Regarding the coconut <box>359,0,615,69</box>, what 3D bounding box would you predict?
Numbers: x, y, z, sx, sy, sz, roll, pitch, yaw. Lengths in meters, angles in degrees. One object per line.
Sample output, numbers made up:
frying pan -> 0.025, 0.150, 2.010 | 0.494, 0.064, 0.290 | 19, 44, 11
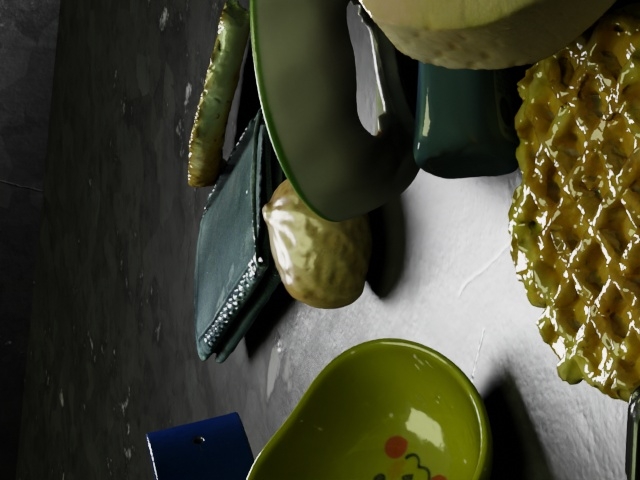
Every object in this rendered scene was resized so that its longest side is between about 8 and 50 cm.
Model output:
coconut -> 0.132, -0.254, 1.171 | 0.259, 0.259, 0.259 | 180, 90, -70

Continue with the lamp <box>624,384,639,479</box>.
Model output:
lamp -> 0.297, 0.218, 1.001 | 0.203, 0.124, 0.283 | 82, 169, -48

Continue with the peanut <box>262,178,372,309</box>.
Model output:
peanut -> 0.000, 0.000, 1.755 | 0.140, 0.109, 0.159 | 123, 130, -73

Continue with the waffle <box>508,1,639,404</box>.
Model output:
waffle -> 0.229, -0.028, 1.197 | 0.325, 0.068, 0.302 | -175, 84, -68

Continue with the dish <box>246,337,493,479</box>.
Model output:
dish -> 0.059, 0.234, 1.493 | 0.262, 0.108, 0.221 | -46, 48, -3

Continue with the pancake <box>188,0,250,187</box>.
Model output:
pancake -> -0.133, -0.185, 2.114 | 0.376, 0.054, 0.197 | 109, 174, -61

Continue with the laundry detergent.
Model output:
laundry detergent -> 0.125, -0.205, 1.393 | 0.143, 0.094, 0.290 | 26, -120, -67

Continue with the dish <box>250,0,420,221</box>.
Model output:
dish -> 0.055, -0.183, 1.470 | 0.324, 0.124, 0.324 | -5, -90, -68

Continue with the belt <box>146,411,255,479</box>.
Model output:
belt -> -0.098, 0.364, 1.688 | 0.212, 0.117, 0.347 | 120, 137, -76

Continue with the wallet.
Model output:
wallet -> -0.103, -0.001, 2.082 | 0.342, 0.075, 0.237 | 124, 147, -60
